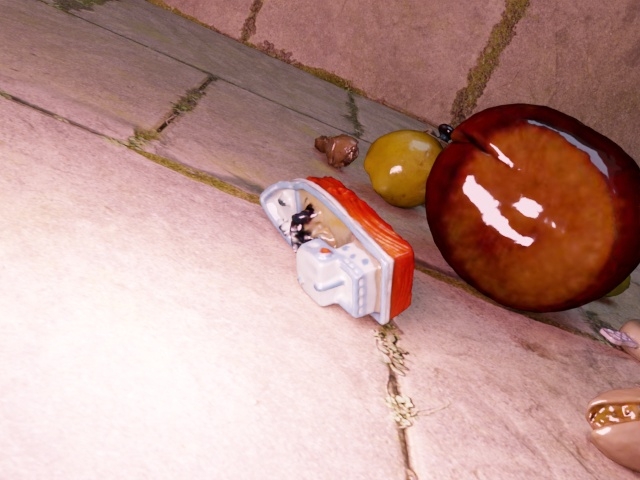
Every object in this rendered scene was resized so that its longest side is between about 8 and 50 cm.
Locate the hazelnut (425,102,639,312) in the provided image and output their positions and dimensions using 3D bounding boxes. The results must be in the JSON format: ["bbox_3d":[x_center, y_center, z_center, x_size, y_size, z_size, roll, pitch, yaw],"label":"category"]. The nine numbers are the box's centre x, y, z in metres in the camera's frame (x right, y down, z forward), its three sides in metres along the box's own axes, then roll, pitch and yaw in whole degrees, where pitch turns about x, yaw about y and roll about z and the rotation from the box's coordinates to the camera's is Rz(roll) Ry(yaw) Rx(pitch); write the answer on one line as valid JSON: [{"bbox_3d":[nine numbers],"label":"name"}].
[{"bbox_3d":[0.407,-0.049,1.442,0.429,0.402,0.402,22,17,17],"label":"hazelnut"}]

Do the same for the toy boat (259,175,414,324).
[{"bbox_3d":[0.000,0.000,1.148,0.133,0.145,0.332,-18,37,-24],"label":"toy boat"}]

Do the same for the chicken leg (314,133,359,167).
[{"bbox_3d":[0.032,-0.233,1.907,0.069,0.085,0.198,-12,20,-23],"label":"chicken leg"}]

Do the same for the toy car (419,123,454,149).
[{"bbox_3d":[0.344,-0.170,2.002,0.248,0.204,0.198,38,0,39],"label":"toy car"}]

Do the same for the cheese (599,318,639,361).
[{"bbox_3d":[0.642,0.205,1.498,0.227,0.064,0.137,12,21,-30],"label":"cheese"}]

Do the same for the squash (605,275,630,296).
[{"bbox_3d":[0.668,0.076,1.796,0.186,0.123,0.123,16,20,-23],"label":"squash"}]

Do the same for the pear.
[{"bbox_3d":[0.203,-0.171,1.776,0.200,0.200,0.200,22,19,-8],"label":"pear"}]

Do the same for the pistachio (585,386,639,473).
[{"bbox_3d":[0.447,0.263,1.022,0.184,0.125,0.124,15,20,-8],"label":"pistachio"}]
